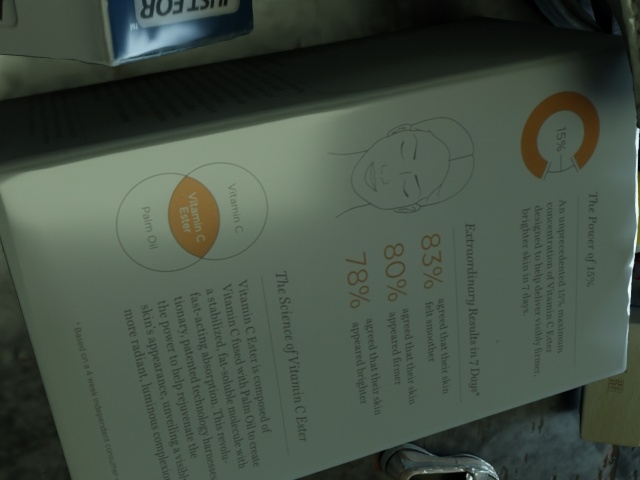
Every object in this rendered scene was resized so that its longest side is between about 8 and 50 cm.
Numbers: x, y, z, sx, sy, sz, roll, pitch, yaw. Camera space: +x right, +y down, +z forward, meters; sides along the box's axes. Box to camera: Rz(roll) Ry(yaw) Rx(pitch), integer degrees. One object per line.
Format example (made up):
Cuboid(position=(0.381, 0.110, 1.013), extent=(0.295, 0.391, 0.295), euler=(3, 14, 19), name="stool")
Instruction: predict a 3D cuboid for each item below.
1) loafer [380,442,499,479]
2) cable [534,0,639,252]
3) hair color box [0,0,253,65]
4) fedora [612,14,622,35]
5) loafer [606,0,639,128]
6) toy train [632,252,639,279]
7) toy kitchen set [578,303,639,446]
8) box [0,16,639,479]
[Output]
Cuboid(position=(0.110, 0.210, 0.684), extent=(0.125, 0.039, 0.045), euler=(20, 101, -26), name="loafer")
Cuboid(position=(0.245, -0.116, 0.593), extent=(0.139, 0.072, 0.287), euler=(-30, 118, -14), name="cable")
Cuboid(position=(-0.134, -0.258, 0.324), extent=(0.105, 0.173, 0.347), euler=(-33, 128, -53), name="hair color box")
Cuboid(position=(0.293, -0.169, 0.538), extent=(0.275, 0.124, 0.244), euler=(-40, 108, -27), name="fedora")
Cuboid(position=(0.130, -0.204, 0.383), extent=(0.111, 0.112, 0.320), euler=(-12, 89, 19), name="loafer")
Cuboid(position=(0.270, 0.018, 0.674), extent=(0.158, 0.036, 0.027), euler=(-10, 113, -18), name="toy train")
Cuboid(position=(0.351, 0.103, 0.726), extent=(0.207, 0.166, 0.122), euler=(5, 112, 16), name="toy kitchen set")
Cuboid(position=(0.000, 0.000, 0.488), extent=(0.345, 0.168, 0.215), euler=(-13, 114, -15), name="box")
